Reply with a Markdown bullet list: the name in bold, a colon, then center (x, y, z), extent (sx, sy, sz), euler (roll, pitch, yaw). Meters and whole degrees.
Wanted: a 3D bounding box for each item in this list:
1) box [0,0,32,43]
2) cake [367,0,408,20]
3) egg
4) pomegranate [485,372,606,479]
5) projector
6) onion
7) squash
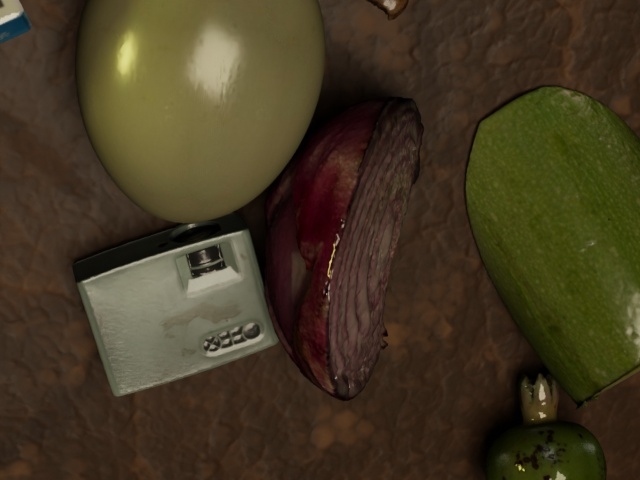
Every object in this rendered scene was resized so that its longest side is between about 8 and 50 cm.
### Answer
- **box**: center (-0.375, -0.208, 0.988), extent (0.273, 0.048, 0.265), euler (-24, 83, -7)
- **cake**: center (0.030, -0.265, 1.108), extent (0.147, 0.134, 0.135), euler (32, 98, -14)
- **egg**: center (-0.091, -0.128, 1.089), extent (0.186, 0.186, 0.241), euler (-1, 118, -16)
- **pomegranate**: center (0.207, 0.194, 1.343), extent (0.115, 0.114, 0.142), euler (-4, 83, -15)
- **projector**: center (-0.122, 0.051, 1.213), extent (0.147, 0.061, 0.115), euler (-18, 115, -9)
- **onion**: center (0.000, 0.000, 1.164), extent (0.111, 0.247, 0.250), euler (14, 99, 13)
- **squash**: center (0.241, 0.002, 1.322), extent (0.189, 0.189, 0.260), euler (-32, 79, -3)
